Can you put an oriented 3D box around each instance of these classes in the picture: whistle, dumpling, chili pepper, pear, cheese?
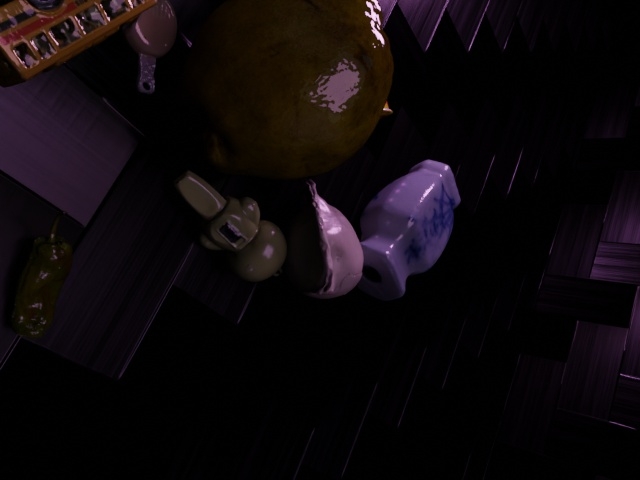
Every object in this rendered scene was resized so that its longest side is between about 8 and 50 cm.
[{"bbox_3d":[-0.173,-0.030,1.129,0.294,0.141,0.141,51,56,-19],"label":"whistle"},{"bbox_3d":[0.001,0.000,1.248,0.341,0.181,0.260,-3,83,-65],"label":"dumpling"},{"bbox_3d":[-0.422,0.046,0.868,0.072,0.073,0.204,12,97,-67],"label":"chili pepper"},{"bbox_3d":[-0.058,-0.289,1.041,0.413,0.352,0.352,-31,124,-5],"label":"pear"},{"bbox_3d":[-0.302,-0.345,0.972,0.092,0.047,0.171,30,73,-45],"label":"cheese"}]

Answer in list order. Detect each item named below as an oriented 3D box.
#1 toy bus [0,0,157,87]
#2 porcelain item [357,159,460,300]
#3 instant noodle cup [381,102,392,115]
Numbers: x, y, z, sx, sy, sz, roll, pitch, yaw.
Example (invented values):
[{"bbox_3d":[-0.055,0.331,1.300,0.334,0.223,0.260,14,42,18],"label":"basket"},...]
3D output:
[{"bbox_3d":[-0.359,-0.358,0.840,0.335,0.121,0.123,-48,124,-33],"label":"toy bus"},{"bbox_3d":[0.232,-0.040,1.535,0.405,0.178,0.243,-51,129,-35],"label":"porcelain item"},{"bbox_3d":[0.048,-0.355,1.276,0.213,0.213,0.174,-13,96,-48],"label":"instant noodle cup"}]
